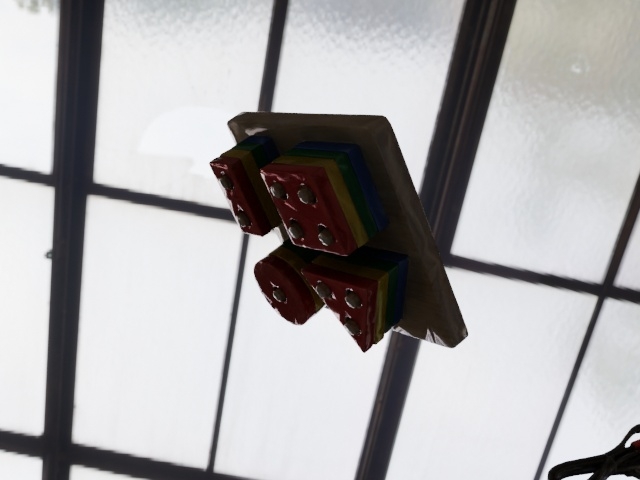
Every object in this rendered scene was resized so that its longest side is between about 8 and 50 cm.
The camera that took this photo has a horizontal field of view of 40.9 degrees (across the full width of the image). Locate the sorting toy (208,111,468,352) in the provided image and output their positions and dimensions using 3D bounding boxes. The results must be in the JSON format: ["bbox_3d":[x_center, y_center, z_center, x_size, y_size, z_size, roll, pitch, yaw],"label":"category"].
[{"bbox_3d":[0.000,0.000,0.905,0.089,0.256,0.257,-37,-152,-27],"label":"sorting toy"}]

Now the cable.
[{"bbox_3d":[0.470,0.329,1.330,0.287,0.072,0.139,0,-150,-16],"label":"cable"}]
